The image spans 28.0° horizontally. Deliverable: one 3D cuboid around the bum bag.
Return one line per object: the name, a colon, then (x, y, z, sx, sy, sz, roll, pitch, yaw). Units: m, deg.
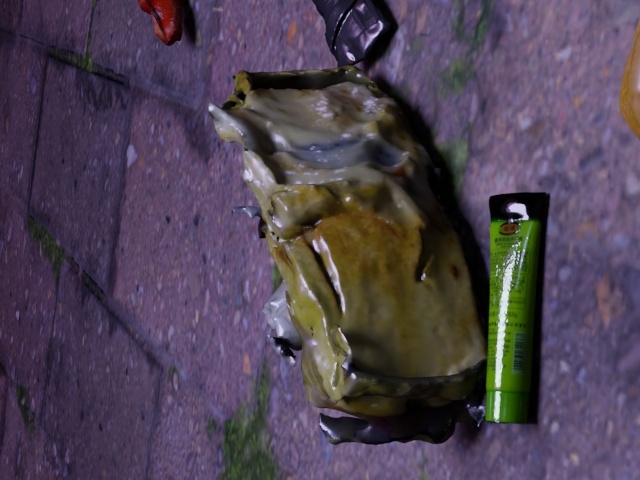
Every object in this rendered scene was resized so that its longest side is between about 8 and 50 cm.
bum bag: (0.015, -0.169, 0.891, 0.058, 0.034, 0.124, -50, 40, 31)

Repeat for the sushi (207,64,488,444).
sushi: (0.001, -0.005, 0.773, 0.131, 0.139, 0.291, 110, 151, -47)

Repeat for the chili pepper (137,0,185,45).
chili pepper: (-0.172, -0.262, 1.305, 0.268, 0.050, 0.059, -122, 22, -51)

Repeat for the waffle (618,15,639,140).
waffle: (0.225, -0.073, 0.303, 0.327, 0.098, 0.224, 40, 121, 56)

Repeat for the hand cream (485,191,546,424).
hand cream: (0.100, 0.035, 0.675, 0.036, 0.023, 0.122, -3, 81, 45)
